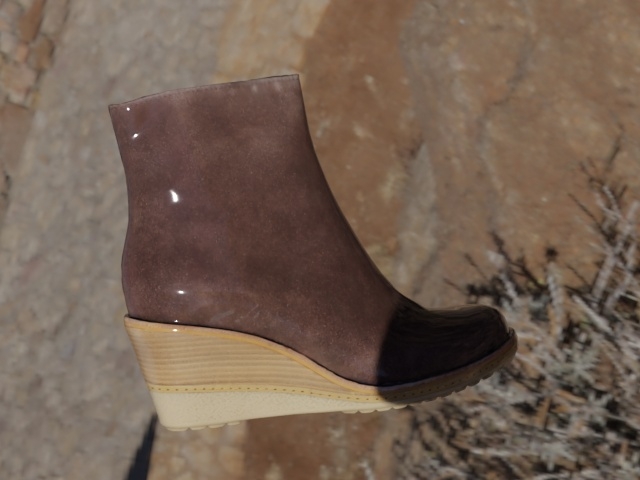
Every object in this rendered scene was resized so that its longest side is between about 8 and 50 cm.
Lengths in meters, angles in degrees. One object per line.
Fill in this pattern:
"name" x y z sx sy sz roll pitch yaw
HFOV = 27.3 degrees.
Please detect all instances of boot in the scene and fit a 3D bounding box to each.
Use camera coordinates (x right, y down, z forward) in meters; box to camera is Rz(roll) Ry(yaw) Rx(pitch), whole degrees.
"boot" 0.000 0.000 0.809 0.090 0.249 0.206 -168 72 -74
